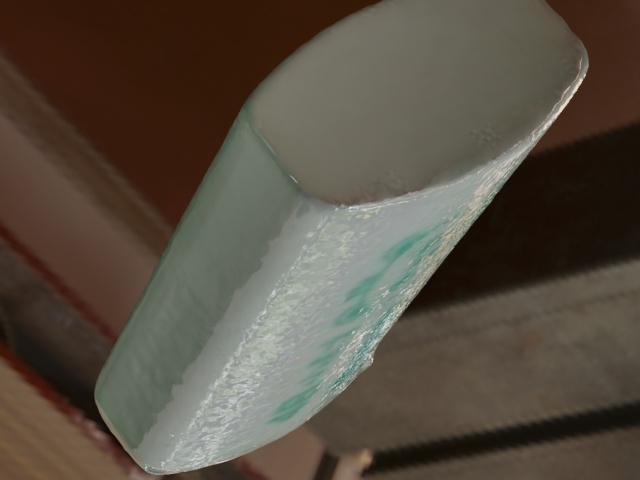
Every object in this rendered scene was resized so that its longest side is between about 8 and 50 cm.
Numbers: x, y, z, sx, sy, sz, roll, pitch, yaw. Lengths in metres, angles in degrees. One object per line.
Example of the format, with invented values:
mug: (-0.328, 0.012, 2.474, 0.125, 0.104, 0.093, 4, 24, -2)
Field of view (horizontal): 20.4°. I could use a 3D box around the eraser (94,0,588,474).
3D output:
eraser: (0.000, 0.000, 0.907, 0.104, 0.189, 0.290, 55, 146, 15)
